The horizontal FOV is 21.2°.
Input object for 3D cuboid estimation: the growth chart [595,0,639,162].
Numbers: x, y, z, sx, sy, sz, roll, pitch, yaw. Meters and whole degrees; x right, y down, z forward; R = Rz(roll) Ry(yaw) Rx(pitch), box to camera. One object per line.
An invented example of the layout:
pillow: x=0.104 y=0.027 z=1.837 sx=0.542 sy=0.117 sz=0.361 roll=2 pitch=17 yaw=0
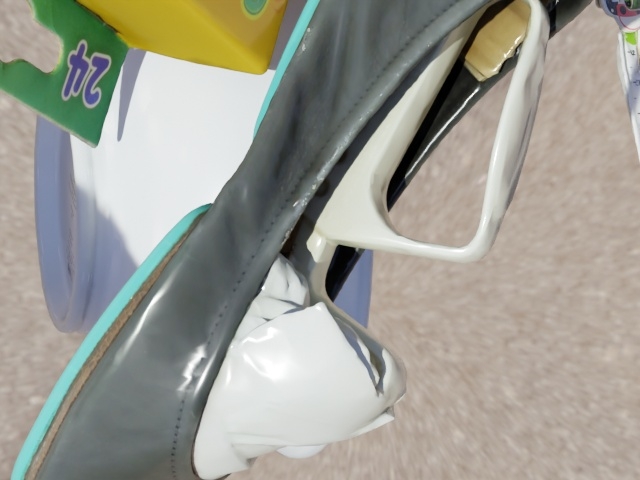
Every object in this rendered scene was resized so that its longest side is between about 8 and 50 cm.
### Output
growth chart: x=0.217 y=-0.051 z=0.891 sx=0.172 sy=0.021 sz=0.237 roll=-9 pitch=83 yaw=-39

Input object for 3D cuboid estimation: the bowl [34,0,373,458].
bowl: x=-0.080 y=-0.024 z=0.934 sx=0.134 sy=0.298 sz=0.297 roll=-2 pitch=88 yaw=-18

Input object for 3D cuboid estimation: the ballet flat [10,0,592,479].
ballet flat: x=0.000 y=0.000 z=0.571 sx=0.096 sy=0.095 sz=0.280 roll=32 pitch=93 yaw=21

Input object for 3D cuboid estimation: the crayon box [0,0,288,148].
crayon box: x=-0.062 y=-0.210 z=0.740 sx=0.083 sy=0.203 sz=0.323 roll=14 pitch=83 yaw=22
